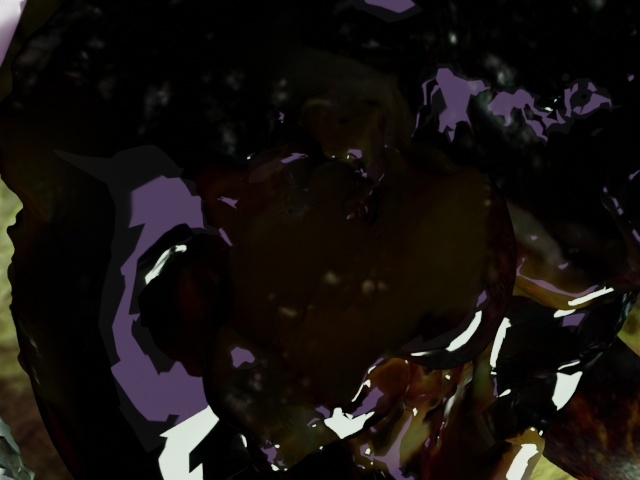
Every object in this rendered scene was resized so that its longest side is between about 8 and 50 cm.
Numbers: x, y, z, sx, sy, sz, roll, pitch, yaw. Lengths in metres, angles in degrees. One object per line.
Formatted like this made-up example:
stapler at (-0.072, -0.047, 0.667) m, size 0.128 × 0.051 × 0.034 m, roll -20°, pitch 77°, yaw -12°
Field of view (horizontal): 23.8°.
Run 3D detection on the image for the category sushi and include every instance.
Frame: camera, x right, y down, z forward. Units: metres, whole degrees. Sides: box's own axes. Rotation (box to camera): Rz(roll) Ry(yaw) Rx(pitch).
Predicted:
sushi at (0.000, 0.000, 0.511) m, size 0.212 × 0.215 × 0.227 m, roll -52°, pitch 174°, yaw -41°

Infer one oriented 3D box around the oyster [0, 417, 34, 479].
oyster at (-0.262, 0.125, 0.528) m, size 0.350 × 0.158 × 0.162 m, roll -7°, pitch 88°, yaw -23°

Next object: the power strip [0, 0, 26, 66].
power strip at (-0.097, -0.141, 0.419) m, size 0.037 × 0.109 × 0.279 m, roll 5°, pitch 123°, yaw -41°

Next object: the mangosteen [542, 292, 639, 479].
mangosteen at (0.147, 0.016, 0.697) m, size 0.217 × 0.192 × 0.192 m, roll 35°, pitch 102°, yaw -29°
